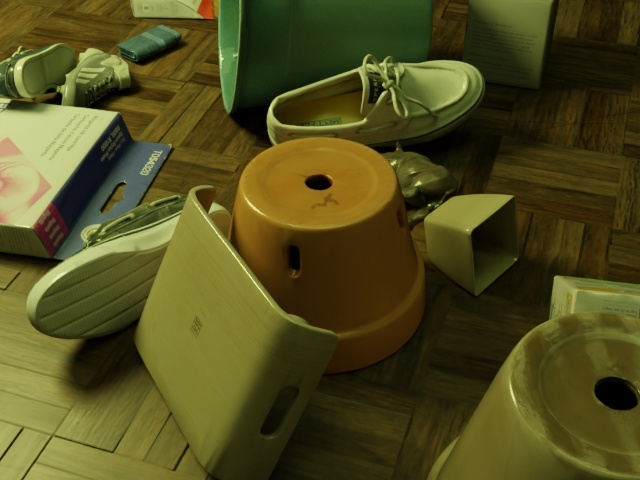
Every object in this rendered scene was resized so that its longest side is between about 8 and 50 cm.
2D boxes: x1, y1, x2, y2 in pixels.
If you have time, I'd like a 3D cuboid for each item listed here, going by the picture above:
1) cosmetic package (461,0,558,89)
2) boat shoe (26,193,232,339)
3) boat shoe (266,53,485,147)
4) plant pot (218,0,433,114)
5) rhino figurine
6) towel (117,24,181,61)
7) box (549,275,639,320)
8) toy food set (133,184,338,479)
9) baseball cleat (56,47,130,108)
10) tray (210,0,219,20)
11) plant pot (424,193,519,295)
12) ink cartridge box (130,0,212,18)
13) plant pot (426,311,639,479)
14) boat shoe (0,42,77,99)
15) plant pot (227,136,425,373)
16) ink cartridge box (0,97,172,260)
[{"bbox_3d":[0.356,-0.405,1.666,0.151,0.184,0.151,12,41,14],"label":"cosmetic package"},{"bbox_3d":[-0.271,0.031,1.233,0.119,0.121,0.335,21,33,34],"label":"boat shoe"},{"bbox_3d":[0.089,-0.234,1.437,0.367,0.156,0.136,-10,74,1],"label":"boat shoe"},{"bbox_3d":[0.002,-0.388,1.570,0.334,0.341,0.341,0,39,-13],"label":"plant pot"},{"bbox_3d":[0.130,-0.097,1.384,0.106,0.073,0.243,-26,28,-7],"label":"rhino figurine"},{"bbox_3d":[-0.338,-0.390,1.780,0.067,0.029,0.119,29,48,31],"label":"towel"},{"bbox_3d":[0.335,0.104,1.050,0.114,0.103,0.203,6,3,9],"label":"box"},{"bbox_3d":[-0.109,0.104,1.060,0.092,0.220,0.306,6,29,-39],"label":"toy food set"},{"bbox_3d":[-0.405,-0.285,1.626,0.109,0.072,0.206,9,46,-3],"label":"baseball cleat"},{"bbox_3d":[-0.006,-0.522,1.892,0.411,0.076,0.203,-30,52,-29],"label":"tray"},{"bbox_3d":[0.208,-0.006,1.265,0.096,0.109,0.109,22,44,40],"label":"plant pot"},{"bbox_3d":[-0.275,-0.546,1.946,0.232,0.066,0.189,0,40,7],"label":"ink cartridge box"},{"bbox_3d":[0.252,0.231,0.843,0.323,0.280,0.323,-1,41,1],"label":"plant pot"},{"bbox_3d":[-0.505,-0.295,1.588,0.079,0.095,0.254,0,22,8],"label":"boat shoe"},{"bbox_3d":[0.000,0.000,1.179,0.290,0.204,0.291,0,39,0],"label":"plant pot"},{"bbox_3d":[-0.444,-0.106,1.417,0.330,0.071,0.324,6,40,10],"label":"ink cartridge box"}]
